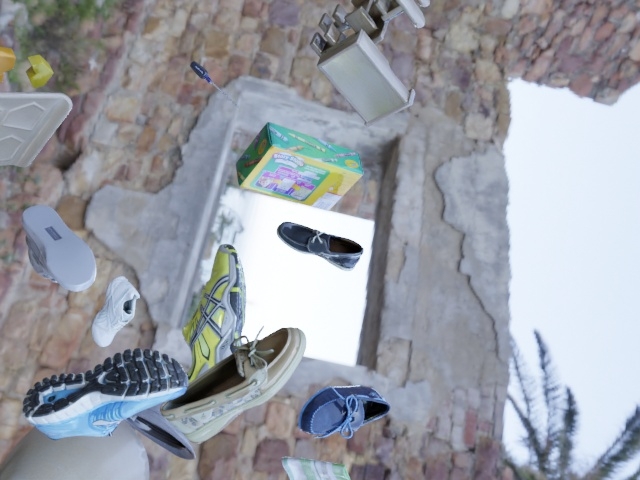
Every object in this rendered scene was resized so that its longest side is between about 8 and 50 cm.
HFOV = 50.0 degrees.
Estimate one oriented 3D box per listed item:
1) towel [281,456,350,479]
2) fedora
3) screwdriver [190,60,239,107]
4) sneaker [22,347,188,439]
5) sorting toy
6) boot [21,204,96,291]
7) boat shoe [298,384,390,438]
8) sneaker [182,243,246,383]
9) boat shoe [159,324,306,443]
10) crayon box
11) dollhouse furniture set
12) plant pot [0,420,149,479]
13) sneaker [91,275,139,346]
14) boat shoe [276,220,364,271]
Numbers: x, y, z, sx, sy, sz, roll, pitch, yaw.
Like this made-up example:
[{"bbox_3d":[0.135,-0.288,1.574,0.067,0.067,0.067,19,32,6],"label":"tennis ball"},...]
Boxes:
[{"bbox_3d":[-0.007,0.540,1.576,0.023,0.151,0.113,-70,153,-42],"label":"towel"},{"bbox_3d":[-0.458,0.521,2.033,0.124,0.275,0.243,-60,-171,-31],"label":"fedora"},{"bbox_3d":[-0.257,-0.374,1.662,0.025,0.170,0.024,-34,164,-31],"label":"screwdriver"},{"bbox_3d":[-0.217,0.164,0.713,0.063,0.162,0.073,-110,-168,-48],"label":"sneaker"},{"bbox_3d":[-0.551,-0.222,1.178,0.307,0.041,0.229,-39,164,32],"label":"sorting toy"},{"bbox_3d":[-0.539,0.044,1.425,0.258,0.095,0.124,47,-39,33],"label":"boot"},{"bbox_3d":[0.061,0.358,1.472,0.258,0.089,0.109,-10,111,-50],"label":"boat shoe"},{"bbox_3d":[-0.259,0.187,1.659,0.145,0.147,0.385,80,11,-67],"label":"sneaker"},{"bbox_3d":[-0.148,0.240,1.190,0.285,0.089,0.105,-41,-151,5],"label":"boat shoe"},{"bbox_3d":[-0.052,-0.181,1.734,0.165,0.278,0.081,-45,-137,39],"label":"crayon box"},{"bbox_3d":[0.106,-0.368,1.325,0.212,0.161,0.242,-21,-143,38],"label":"dollhouse furniture set"},{"bbox_3d":[-0.450,0.433,1.159,0.274,0.256,0.257,86,17,-87],"label":"plant pot"},{"bbox_3d":[-0.401,0.149,1.343,0.053,0.061,0.152,-4,122,-58],"label":"sneaker"},{"bbox_3d":[0.000,0.000,1.782,0.079,0.233,0.084,123,-13,-54],"label":"boat shoe"}]
